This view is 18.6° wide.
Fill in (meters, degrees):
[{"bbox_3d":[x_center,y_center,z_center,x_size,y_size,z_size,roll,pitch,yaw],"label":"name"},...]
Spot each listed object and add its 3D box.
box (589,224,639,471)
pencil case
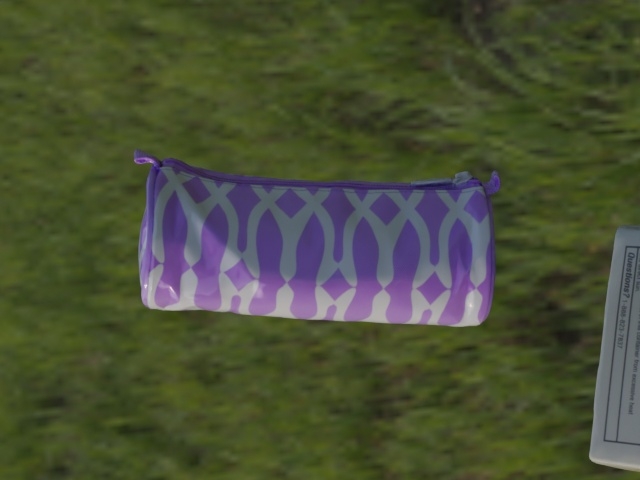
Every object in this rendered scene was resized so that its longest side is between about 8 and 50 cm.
[{"bbox_3d":[0.314,0.073,1.065,0.311,0.121,0.148,4,83,41],"label":"box"},{"bbox_3d":[0.000,0.000,1.067,0.086,0.206,0.088,-109,22,-70],"label":"pencil case"}]
